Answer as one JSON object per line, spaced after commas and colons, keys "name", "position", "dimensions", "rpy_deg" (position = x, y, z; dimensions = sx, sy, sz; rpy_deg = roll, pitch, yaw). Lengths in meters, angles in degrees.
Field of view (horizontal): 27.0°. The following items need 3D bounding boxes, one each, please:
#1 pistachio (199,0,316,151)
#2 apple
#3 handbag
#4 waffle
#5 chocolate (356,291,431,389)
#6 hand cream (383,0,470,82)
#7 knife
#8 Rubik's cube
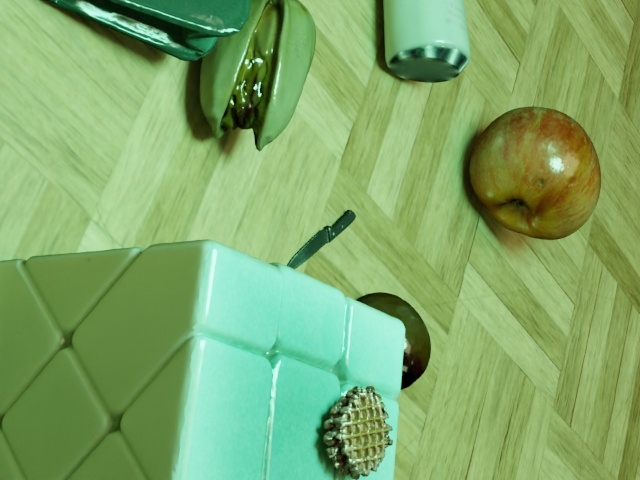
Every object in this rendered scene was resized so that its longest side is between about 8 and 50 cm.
{"name": "pistachio", "position": [-0.077, -0.207, 1.578], "dimensions": [0.129, 0.131, 0.206], "rpy_deg": [15, 72, -4]}
{"name": "apple", "position": [0.326, -0.097, 2.031], "dimensions": [0.209, 0.209, 0.164], "rpy_deg": [50, 52, -36]}
{"name": "handbag", "position": [-0.175, -0.381, 1.452], "dimensions": [0.238, 0.089, 0.326], "rpy_deg": [18, 71, -31]}
{"name": "waffle", "position": [0.033, 0.173, 1.195], "dimensions": [0.075, 0.029, 0.083], "rpy_deg": [59, 45, -27]}
{"name": "chocolate", "position": [0.080, 0.128, 1.751], "dimensions": [0.124, 0.127, 0.133], "rpy_deg": [76, 8, -65]}
{"name": "hand cream", "position": [0.146, -0.404, 1.919], "dimensions": [0.185, 0.118, 0.359], "rpy_deg": [20, 62, -51]}
{"name": "knife", "position": [0.000, 0.000, 1.727], "dimensions": [0.170, 0.010, 0.023], "rpy_deg": [-41, 117, -47]}
{"name": "Rubik's cube", "position": [-0.139, 0.196, 1.248], "dimensions": [0.316, 0.318, 0.322], "rpy_deg": [23, 67, -50]}
